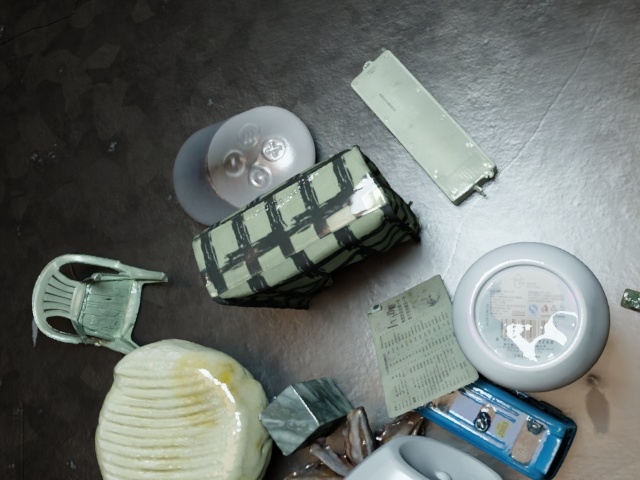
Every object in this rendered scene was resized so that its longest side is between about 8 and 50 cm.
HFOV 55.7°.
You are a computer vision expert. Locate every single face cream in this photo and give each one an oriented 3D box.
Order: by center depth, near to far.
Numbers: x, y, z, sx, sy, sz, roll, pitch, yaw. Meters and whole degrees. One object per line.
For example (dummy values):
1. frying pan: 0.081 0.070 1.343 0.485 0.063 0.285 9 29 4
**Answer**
1. face cream: 0.127 0.501 0.944 0.312 0.219 0.357 19 102 -17

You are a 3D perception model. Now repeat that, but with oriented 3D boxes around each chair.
1. chair: -0.489 0.136 1.316 0.275 0.190 0.203 1 79 51

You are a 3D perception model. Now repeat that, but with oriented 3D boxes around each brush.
1. brush: 0.580 0.121 0.959 0.190 0.027 0.034 20 90 23

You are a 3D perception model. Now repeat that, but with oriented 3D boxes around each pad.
1. pad: 0.164 0.170 1.041 0.159 0.009 0.265 -29 32 14

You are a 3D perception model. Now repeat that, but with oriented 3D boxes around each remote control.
1. remote control: -0.166 -0.153 1.274 0.332 0.103 0.221 -17 81 20

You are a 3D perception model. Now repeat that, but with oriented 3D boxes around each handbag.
1. handbag: 0.000 0.000 1.057 0.325 0.327 0.162 -28 70 15

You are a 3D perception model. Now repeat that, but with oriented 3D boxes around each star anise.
1. star anise: 0.070 0.382 1.063 0.198 0.110 0.257 27 106 -17

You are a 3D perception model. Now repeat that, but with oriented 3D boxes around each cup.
1. cup: 0.317 0.121 0.909 0.212 0.317 0.212 -4 80 22

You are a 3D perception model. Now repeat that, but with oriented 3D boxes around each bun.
1. bun: -0.245 0.369 1.147 0.365 0.219 0.365 -3 81 22

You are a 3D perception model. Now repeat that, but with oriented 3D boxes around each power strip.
1. power strip: 0.198 -0.217 1.171 0.106 0.043 0.367 -40 68 11

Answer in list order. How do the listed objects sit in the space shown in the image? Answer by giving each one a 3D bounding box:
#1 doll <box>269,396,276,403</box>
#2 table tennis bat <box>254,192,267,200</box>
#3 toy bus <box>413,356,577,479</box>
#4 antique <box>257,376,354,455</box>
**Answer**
1. doll: -0.103 0.370 1.195 0.037 0.027 0.125 17 84 24
2. table tennis bat: -0.067 -0.045 1.226 0.155 0.019 0.100 20 123 -2
3. toy bus: 0.281 0.288 0.992 0.246 0.134 0.113 26 91 25
4. antique: -0.018 0.309 1.084 0.088 0.183 0.086 -45 69 13
